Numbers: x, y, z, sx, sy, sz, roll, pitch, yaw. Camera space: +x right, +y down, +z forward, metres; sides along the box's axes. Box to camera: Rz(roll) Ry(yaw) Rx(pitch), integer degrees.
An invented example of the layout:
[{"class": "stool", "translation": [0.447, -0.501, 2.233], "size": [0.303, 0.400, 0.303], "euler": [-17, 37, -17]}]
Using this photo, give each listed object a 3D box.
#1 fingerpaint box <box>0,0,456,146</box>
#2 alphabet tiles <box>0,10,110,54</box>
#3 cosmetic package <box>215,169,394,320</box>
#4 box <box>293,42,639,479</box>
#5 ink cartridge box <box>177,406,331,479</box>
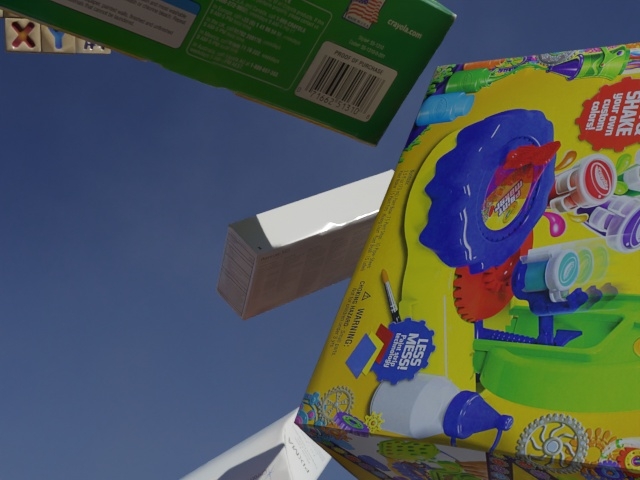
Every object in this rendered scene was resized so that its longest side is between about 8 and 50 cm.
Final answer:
[{"class": "fingerpaint box", "translation": [-0.149, -0.300, 0.976], "size": [0.445, 0.371, 0.163], "euler": [16, -65, -38]}, {"class": "alphabet tiles", "translation": [-0.443, -0.481, 1.725], "size": [0.285, 0.342, 0.011], "euler": [-2, -3, -18]}, {"class": "cosmetic package", "translation": [0.000, 0.000, 1.156], "size": [0.239, 0.060, 0.099], "euler": [-20, -38, -37]}, {"class": "box", "translation": [0.184, 0.040, 0.654], "size": [0.279, 0.290, 0.177], "euler": [0, -35, 37]}, {"class": "ink cartridge box", "translation": [-0.161, 0.341, 1.258], "size": [0.308, 0.091, 0.385], "euler": [-31, -6, 9]}]
